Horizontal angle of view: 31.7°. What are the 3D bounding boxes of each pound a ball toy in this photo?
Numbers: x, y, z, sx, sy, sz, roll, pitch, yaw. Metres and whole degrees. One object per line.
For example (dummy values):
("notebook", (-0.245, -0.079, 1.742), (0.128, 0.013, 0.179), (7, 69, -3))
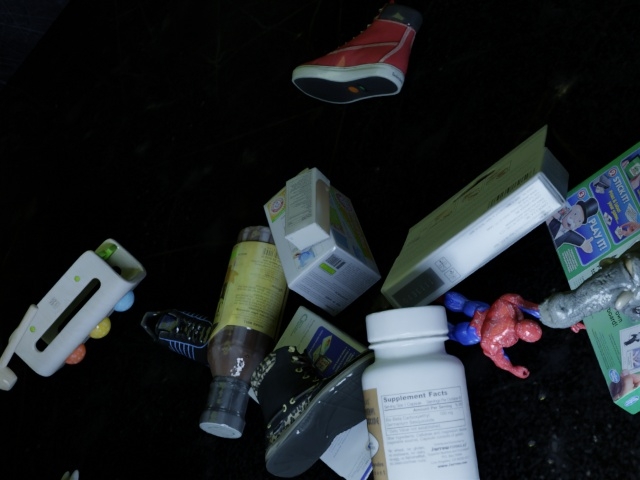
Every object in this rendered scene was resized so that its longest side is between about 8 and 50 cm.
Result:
("pound a ball toy", (-0.497, 0.165, 2.205), (0.319, 0.136, 0.208), (-47, 1, 15))

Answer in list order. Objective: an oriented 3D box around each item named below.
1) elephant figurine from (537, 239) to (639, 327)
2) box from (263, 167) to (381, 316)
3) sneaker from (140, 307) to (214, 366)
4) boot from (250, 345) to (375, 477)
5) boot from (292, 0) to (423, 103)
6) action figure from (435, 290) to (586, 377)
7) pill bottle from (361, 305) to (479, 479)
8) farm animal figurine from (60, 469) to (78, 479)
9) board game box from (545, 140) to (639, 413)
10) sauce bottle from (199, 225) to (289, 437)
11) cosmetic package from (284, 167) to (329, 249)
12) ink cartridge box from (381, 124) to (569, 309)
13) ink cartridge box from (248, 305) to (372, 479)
("elephant figurine", (0.386, 0.028, 1.203), (0.169, 0.186, 0.239), (-44, -11, -45))
("box", (0.000, 0.000, 1.781), (0.103, 0.114, 0.203), (-41, 40, 18))
("sneaker", (-0.225, 0.164, 1.948), (0.232, 0.090, 0.081), (0, 64, 50))
("boot", (-0.007, 0.193, 1.564), (0.236, 0.085, 0.178), (-47, 34, 17))
("boot", (0.068, -0.340, 1.989), (0.244, 0.088, 0.176), (1, 64, 42))
("action figure", (0.235, 0.120, 1.449), (0.091, 0.139, 0.280), (-65, 13, -7))
("pill bottle", (0.120, 0.201, 1.406), (0.131, 0.131, 0.229), (-15, 78, 44))
("farm animal figurine", (-0.460, 0.458, 1.823), (0.330, 0.327, 0.172), (-13, 65, 23))
("board game box", (0.400, 0.023, 1.347), (0.213, 0.046, 0.317), (-37, 40, 26))
("sauce bottle", (-0.122, 0.145, 1.821), (0.111, 0.111, 0.344), (-15, 52, 44))
("cosmetic package", (-0.019, -0.048, 1.710), (0.060, 0.041, 0.115), (-23, 45, 28))
("ink cartridge box", (0.220, -0.030, 1.564), (0.275, 0.060, 0.239), (-38, 7, 24))
("ink cartridge box", (0.028, 0.227, 1.623), (0.165, 0.065, 0.333), (-58, 34, -1))
